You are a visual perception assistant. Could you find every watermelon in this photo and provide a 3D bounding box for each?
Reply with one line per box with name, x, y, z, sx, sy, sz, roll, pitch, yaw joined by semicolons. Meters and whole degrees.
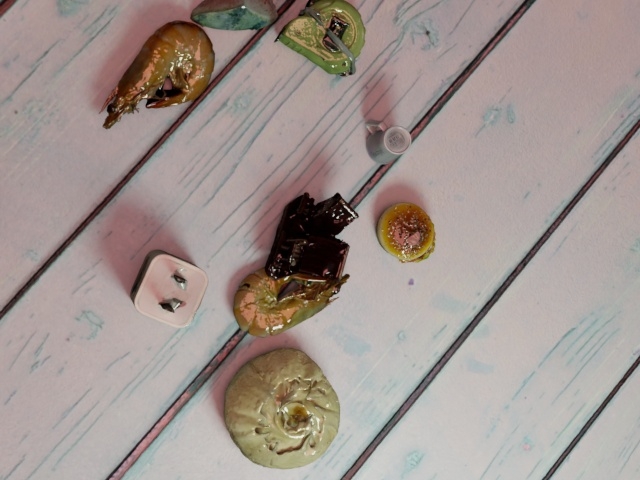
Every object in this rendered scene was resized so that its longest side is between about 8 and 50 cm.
watermelon;-0.178;-0.483;1.849;0.180;0.081;0.094;-22;74;-18

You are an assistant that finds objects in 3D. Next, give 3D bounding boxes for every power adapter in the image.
power adapter;-0.297;0.097;1.776;0.125;0.205;0.130;25;86;-15

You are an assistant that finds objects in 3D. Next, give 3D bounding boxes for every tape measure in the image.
tape measure;0.018;-0.433;1.884;0.177;0.087;0.154;32;85;-17

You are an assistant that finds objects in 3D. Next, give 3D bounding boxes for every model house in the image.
model house;-0.007;-0.008;1.855;0.141;0.164;0.203;18;75;-28

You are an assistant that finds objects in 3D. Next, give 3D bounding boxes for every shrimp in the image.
shrimp;-0.323;-0.317;1.819;0.152;0.063;0.287;41;82;-26
shrimp;-0.060;0.114;1.919;0.267;0.061;0.145;-17;89;-11

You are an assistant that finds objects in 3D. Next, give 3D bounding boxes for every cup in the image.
cup;0.138;-0.219;1.921;0.074;0.116;0.104;-38;95;-11

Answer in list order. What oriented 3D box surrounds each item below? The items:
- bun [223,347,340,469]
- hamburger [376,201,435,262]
bun;-0.076;0.365;1.884;0.259;0.152;0.259;-1;94;-18
hamburger;0.189;-0.016;1.962;0.126;0.081;0.141;-33;100;-11
